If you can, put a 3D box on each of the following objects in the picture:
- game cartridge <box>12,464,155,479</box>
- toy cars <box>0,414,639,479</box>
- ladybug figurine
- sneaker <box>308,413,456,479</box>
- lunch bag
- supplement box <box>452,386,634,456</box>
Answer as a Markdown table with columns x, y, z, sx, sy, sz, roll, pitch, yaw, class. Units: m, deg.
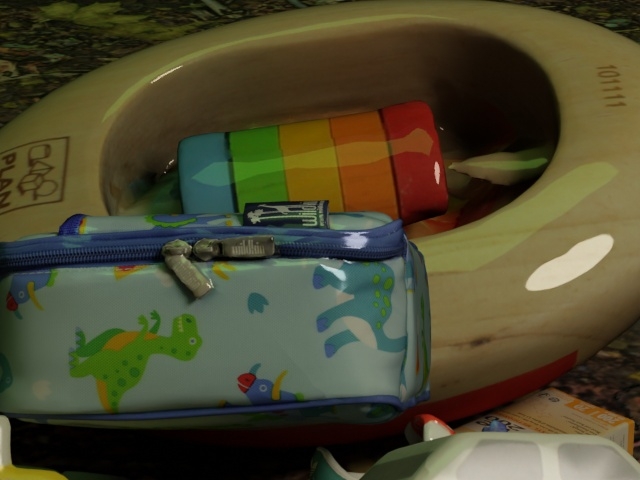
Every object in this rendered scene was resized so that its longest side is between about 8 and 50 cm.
| x | y | z | sx | sy | sz | roll | pitch | yaw | class |
| --- | --- | --- | --- | --- | --- | --- | --- | --- | --- |
| -0.094 | 0.202 | 0.695 | 0.230 | 0.068 | 0.355 | 1 | 21 | 13 | game cartridge |
| -0.037 | 0.101 | 0.616 | 0.394 | 0.087 | 0.176 | -6 | -14 | 22 | toy cars |
| 0.000 | 0.000 | 1.006 | 0.450 | 0.162 | 0.305 | -6 | 44 | 4 | ladybug figurine |
| 0.069 | 0.109 | 0.742 | 0.161 | 0.075 | 0.057 | -6 | -4 | -13 | sneaker |
| -0.043 | 0.035 | 0.756 | 0.176 | 0.090 | 0.219 | -3 | -4 | 8 | lunch bag |
| 0.116 | 0.117 | 0.947 | 0.098 | 0.036 | 0.062 | -18 | 27 | -39 | supplement box |
